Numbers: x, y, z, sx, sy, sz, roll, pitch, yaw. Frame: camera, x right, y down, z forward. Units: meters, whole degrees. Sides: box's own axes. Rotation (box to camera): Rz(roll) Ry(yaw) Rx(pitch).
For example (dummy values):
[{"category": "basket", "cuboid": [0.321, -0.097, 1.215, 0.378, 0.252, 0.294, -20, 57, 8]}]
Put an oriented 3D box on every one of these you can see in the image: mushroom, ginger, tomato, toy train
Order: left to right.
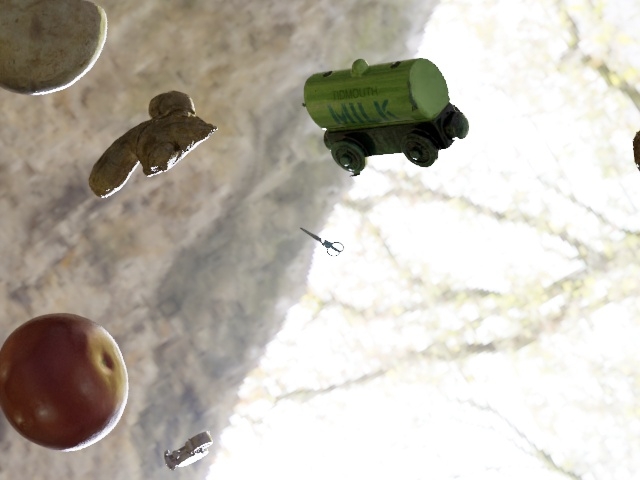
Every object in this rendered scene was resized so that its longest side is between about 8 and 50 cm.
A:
[{"category": "mushroom", "cuboid": [-0.513, -0.345, 2.312, 0.195, 0.253, 0.189, 63, -135, -69]}, {"category": "tomato", "cuboid": [-0.339, 0.186, 1.726, 0.195, 0.136, 0.195, 54, -157, -35]}, {"category": "ginger", "cuboid": [-0.234, -0.121, 1.744, 0.059, 0.214, 0.133, 37, -160, -39]}, {"category": "toy train", "cuboid": [0.084, -0.178, 1.762, 0.105, 0.253, 0.157, -47, -60, -31]}]

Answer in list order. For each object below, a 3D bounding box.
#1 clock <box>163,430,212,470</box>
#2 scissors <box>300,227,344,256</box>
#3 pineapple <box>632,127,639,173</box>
[{"category": "clock", "cuboid": [-0.251, 0.403, 2.489, 0.087, 0.129, 0.041, -19, -107, -28]}, {"category": "scissors", "cuboid": [0.000, 0.000, 2.125, 0.083, 0.006, 0.036, 30, -131, 16]}, {"category": "pineapple", "cuboid": [0.639, -0.176, 2.094, 0.130, 0.277, 0.119, 19, -120, -43]}]
